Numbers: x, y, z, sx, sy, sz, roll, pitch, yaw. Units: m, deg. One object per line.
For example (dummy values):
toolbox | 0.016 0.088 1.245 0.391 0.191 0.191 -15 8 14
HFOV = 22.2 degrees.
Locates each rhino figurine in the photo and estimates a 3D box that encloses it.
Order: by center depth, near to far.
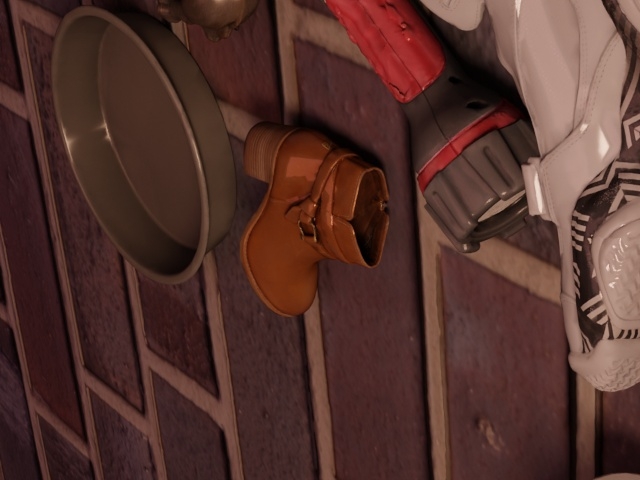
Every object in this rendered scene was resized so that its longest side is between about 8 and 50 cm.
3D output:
rhino figurine | -0.113 -0.287 1.387 0.106 0.073 0.243 2 111 62

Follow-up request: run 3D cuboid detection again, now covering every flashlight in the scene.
flashlight | 0.056 -0.137 1.188 0.304 0.103 0.103 56 150 17

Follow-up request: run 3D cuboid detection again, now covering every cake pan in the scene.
cake pan | -0.176 -0.100 1.636 0.293 0.054 0.293 37 139 41

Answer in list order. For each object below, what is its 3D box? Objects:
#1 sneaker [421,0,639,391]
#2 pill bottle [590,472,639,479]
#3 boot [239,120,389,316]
sneaker | 0.167 -0.097 1.014 0.210 0.137 0.365 35 133 43
pill bottle | 0.212 0.295 1.196 0.146 0.146 0.264 39 141 39
boot | 0.000 0.000 1.410 0.152 0.073 0.197 24 133 44
